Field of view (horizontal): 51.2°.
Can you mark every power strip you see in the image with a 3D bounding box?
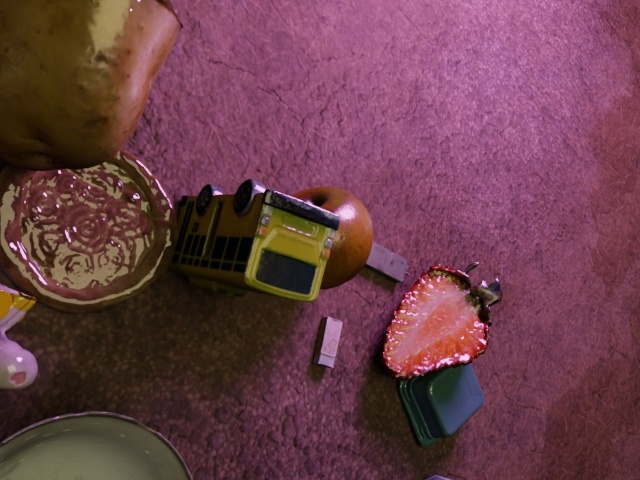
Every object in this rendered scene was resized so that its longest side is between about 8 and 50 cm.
[{"bbox_3d":[0.121,0.042,1.261,0.136,0.019,0.051,26,68,-34],"label":"power strip"}]

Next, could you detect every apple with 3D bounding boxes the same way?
[{"bbox_3d":[0.000,0.000,1.073,0.182,0.182,0.155,-31,128,-37],"label":"apple"}]

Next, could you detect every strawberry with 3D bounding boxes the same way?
[{"bbox_3d":[0.221,0.163,1.278,0.286,0.106,0.188,-34,78,-19],"label":"strawberry"}]

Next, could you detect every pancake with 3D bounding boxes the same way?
[{"bbox_3d":[-0.316,-0.023,0.901,0.250,0.031,0.250,5,80,-31],"label":"pancake"}]

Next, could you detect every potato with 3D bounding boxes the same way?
[{"bbox_3d":[-0.309,-0.194,0.793,0.242,0.285,0.243,6,90,-74],"label":"potato"}]

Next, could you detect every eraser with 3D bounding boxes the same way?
[{"bbox_3d":[0.013,0.177,1.160,0.038,0.019,0.083,25,70,-36],"label":"eraser"}]

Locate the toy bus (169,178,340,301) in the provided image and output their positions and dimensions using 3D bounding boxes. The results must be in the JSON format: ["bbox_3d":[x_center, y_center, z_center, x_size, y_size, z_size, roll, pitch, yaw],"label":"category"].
[{"bbox_3d":[-0.107,0.005,0.935,0.128,0.262,0.150,19,81,-34],"label":"toy bus"}]

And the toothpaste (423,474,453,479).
[{"bbox_3d":[0.143,0.501,1.209,0.266,0.050,0.065,-7,92,-38],"label":"toothpaste"}]

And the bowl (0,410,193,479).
[{"bbox_3d":[-0.313,0.354,0.798,0.313,0.146,0.313,4,84,-37],"label":"bowl"}]

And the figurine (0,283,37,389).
[{"bbox_3d":[-0.406,0.132,0.795,0.129,0.109,0.178,-3,87,-13],"label":"figurine"}]

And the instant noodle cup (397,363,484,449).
[{"bbox_3d":[0.244,0.299,1.303,0.179,0.070,0.157,-30,102,-36],"label":"instant noodle cup"}]
